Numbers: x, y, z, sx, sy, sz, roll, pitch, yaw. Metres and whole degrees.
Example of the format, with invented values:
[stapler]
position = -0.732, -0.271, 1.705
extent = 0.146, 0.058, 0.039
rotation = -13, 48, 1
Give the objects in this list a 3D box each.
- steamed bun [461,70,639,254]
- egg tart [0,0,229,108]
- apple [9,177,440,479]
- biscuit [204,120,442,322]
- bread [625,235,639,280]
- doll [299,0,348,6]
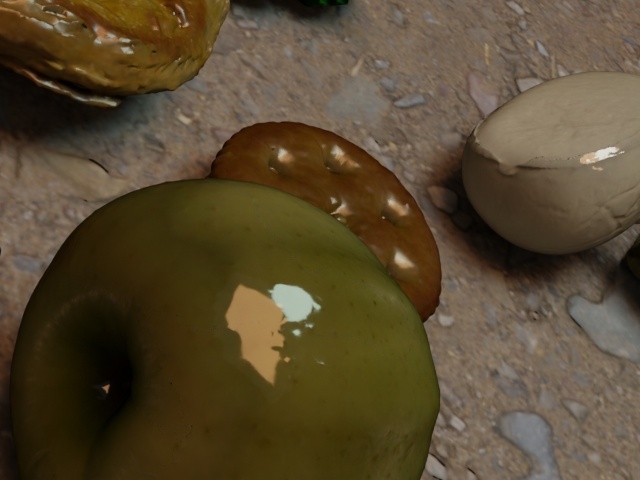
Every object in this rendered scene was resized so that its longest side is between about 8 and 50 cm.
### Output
[steamed bun]
position = 0.235, -0.065, 1.358
extent = 0.177, 0.131, 0.228
rotation = 13, 34, 37
[egg tart]
position = -0.221, -0.235, 1.168
extent = 0.341, 0.129, 0.341
rotation = 27, 43, -28
[apple]
position = -0.059, 0.090, 0.944
extent = 0.279, 0.279, 0.279
rotation = 21, 44, -22
[biscuit]
position = 0.000, 0.000, 1.189
extent = 0.220, 0.066, 0.220
rotation = 24, 40, -22
[bread]
position = 0.439, 0.027, 1.415
extent = 0.252, 0.238, 0.196
rotation = 43, 81, 8
[doll]
position = -0.005, -0.270, 1.385
extent = 0.186, 0.106, 0.134
rotation = -8, 25, -22
